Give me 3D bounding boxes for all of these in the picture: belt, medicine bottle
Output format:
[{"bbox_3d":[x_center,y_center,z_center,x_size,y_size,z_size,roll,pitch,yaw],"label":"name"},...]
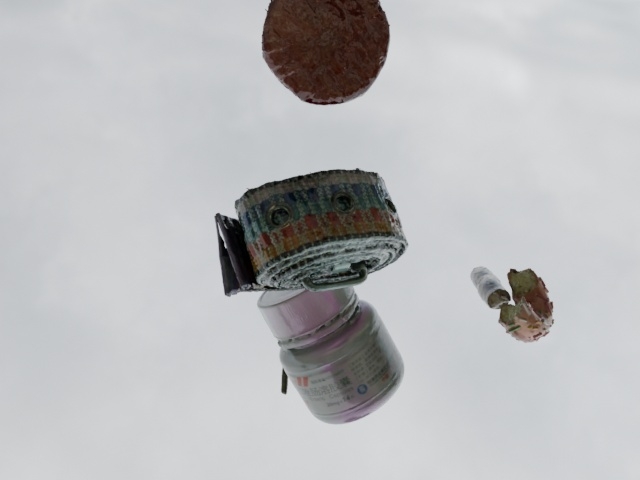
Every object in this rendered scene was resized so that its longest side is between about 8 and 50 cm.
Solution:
[{"bbox_3d":[0.000,0.000,0.901,0.294,0.207,0.161,-4,-112,-37],"label":"belt"},{"bbox_3d":[0.021,0.226,1.304,0.256,0.325,0.256,-27,-165,8],"label":"medicine bottle"}]

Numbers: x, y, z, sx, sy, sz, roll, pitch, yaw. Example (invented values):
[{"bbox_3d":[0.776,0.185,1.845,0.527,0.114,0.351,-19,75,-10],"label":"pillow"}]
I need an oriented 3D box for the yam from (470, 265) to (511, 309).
[{"bbox_3d":[0.353,0.098,1.186,0.056,0.057,0.241,13,-171,5],"label":"yam"}]

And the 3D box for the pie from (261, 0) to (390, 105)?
[{"bbox_3d":[0.009,-0.272,0.762,0.182,0.183,0.049,-4,-174,-15],"label":"pie"}]

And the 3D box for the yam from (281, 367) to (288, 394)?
[{"bbox_3d":[-0.093,0.300,1.511,0.027,0.029,0.234,31,-136,-36],"label":"yam"}]

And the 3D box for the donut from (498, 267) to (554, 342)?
[{"bbox_3d":[0.395,0.131,1.062,0.117,0.065,0.166,48,-138,-15],"label":"donut"}]
